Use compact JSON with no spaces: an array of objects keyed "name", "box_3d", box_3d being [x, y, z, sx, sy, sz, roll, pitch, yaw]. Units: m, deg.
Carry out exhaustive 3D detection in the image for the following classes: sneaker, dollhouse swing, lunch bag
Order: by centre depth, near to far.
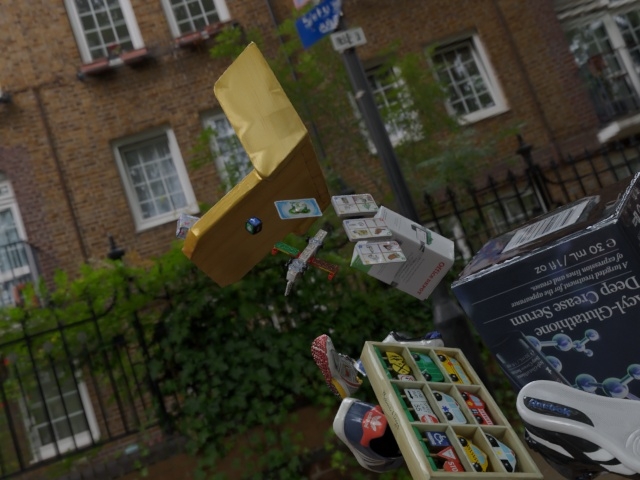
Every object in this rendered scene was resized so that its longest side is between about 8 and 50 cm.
[{"name":"sneaker","box_3d":[0.332,0.235,0.785,0.217,0.121,0.079,17,53,43]},{"name":"dollhouse swing","box_3d":[-0.166,-0.132,1.415,0.305,0.315,0.347,-29,-19,-1]},{"name":"sneaker","box_3d":[0.251,0.308,1.578,0.182,0.316,0.127,-54,-7,-1]},{"name":"sneaker","box_3d":[0.164,0.498,1.720,0.148,0.131,0.350,8,-25,34]},{"name":"sneaker","box_3d":[0.045,0.329,1.885,0.093,0.225,0.088,-35,38,-16]},{"name":"lunch bag","box_3d":[-0.371,-0.032,2.034,0.083,0.071,0.053,16,-54,-21]}]

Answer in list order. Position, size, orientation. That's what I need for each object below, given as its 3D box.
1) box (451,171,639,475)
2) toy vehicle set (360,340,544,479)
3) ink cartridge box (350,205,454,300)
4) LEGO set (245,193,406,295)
[{"name":"box","box_3d":[0.458,0.145,1.136,0.294,0.395,0.212,-29,6,40]},{"name":"toy vehicle set","box_3d":[0.172,0.242,0.990,0.166,0.267,0.035,7,-62,-20]},{"name":"ink cartridge box","box_3d":[0.213,0.035,1.819,0.160,0.219,0.092,-58,9,36]},{"name":"LEGO set","box_3d":[0.000,0.000,1.206,0.244,0.182,0.060,-5,-46,-19]}]
